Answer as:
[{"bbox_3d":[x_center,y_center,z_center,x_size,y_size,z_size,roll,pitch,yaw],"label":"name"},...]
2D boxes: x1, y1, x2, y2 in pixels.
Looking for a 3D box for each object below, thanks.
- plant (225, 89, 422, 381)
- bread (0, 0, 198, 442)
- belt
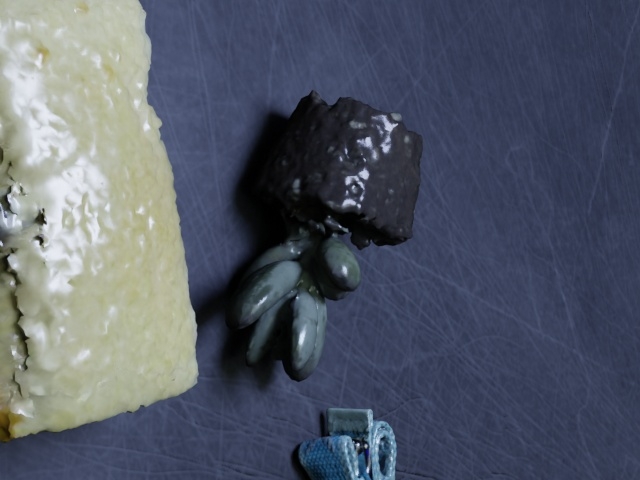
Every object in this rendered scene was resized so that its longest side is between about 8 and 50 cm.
[{"bbox_3d":[0.002,0.000,1.808,0.146,0.149,0.275,36,67,-34],"label":"plant"},{"bbox_3d":[-0.242,-0.033,1.579,0.236,0.165,0.375,-10,94,-46],"label":"bread"},{"bbox_3d":[0.032,0.317,1.861,0.087,0.072,0.302,-1,87,-44],"label":"belt"}]
